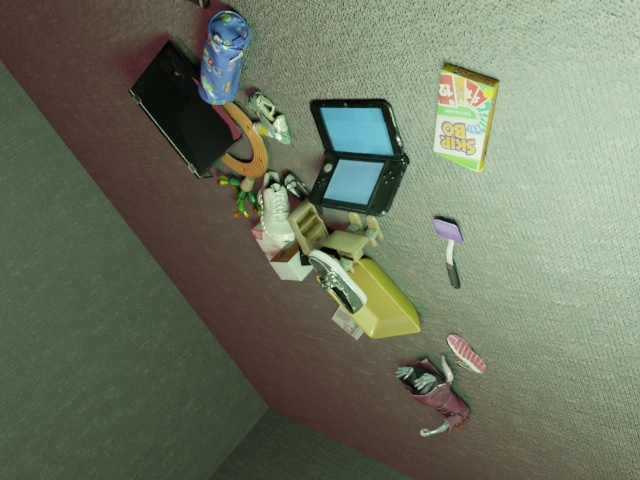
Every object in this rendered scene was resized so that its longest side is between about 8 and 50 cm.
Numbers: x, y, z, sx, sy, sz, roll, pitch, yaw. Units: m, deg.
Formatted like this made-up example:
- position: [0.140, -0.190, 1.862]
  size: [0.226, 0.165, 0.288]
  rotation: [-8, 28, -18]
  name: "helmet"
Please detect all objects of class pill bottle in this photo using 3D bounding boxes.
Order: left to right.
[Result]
- position: [-0.175, -0.352, 1.810]
  size: [0.083, 0.043, 0.043]
  rotation: [20, 144, 38]
  name: "pill bottle"

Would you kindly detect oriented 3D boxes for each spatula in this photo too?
- position: [0.372, 0.044, 1.646]
  size: [0.084, 0.030, 0.296]
  rotation: [23, 146, 36]
  name: "spatula"

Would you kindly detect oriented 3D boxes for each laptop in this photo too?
- position: [-0.452, -0.436, 2.026]
  size: [0.382, 0.236, 0.408]
  rotation: [53, -177, -6]
  name: "laptop"

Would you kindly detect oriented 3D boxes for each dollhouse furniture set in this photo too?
- position: [0.034, -0.022, 1.802]
  size: [0.242, 0.212, 0.161]
  rotation: [14, 140, 42]
  name: "dollhouse furniture set"

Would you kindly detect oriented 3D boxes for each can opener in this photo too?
- position: [-0.057, -0.154, 1.928]
  size: [0.059, 0.073, 0.186]
  rotation: [-40, 101, 23]
  name: "can opener"

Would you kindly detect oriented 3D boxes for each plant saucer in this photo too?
- position: [0.180, 0.197, 2.052]
  size: [0.333, 0.081, 0.333]
  rotation: [48, 152, -8]
  name: "plant saucer"

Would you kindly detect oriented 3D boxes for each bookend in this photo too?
- position: [0.000, 0.000, 2.008]
  size: [0.072, 0.156, 0.157]
  rotation: [93, 169, -55]
  name: "bookend"

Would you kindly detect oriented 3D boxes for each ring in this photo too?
- position: [-0.303, -0.361, 1.980]
  size: [0.337, 0.032, 0.336]
  rotation: [32, 151, 21]
  name: "ring"

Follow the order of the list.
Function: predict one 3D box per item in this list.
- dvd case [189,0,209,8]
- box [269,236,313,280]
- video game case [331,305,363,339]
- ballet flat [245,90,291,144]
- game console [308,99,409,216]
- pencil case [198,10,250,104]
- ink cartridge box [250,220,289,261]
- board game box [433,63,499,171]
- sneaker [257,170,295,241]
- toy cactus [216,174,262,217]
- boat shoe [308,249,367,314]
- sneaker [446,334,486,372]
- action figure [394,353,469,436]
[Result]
- position: [-0.402, -0.754, 1.590]
  size: [0.221, 0.018, 0.164]
  rotation: [32, 149, 23]
  name: "dvd case"
- position: [-0.078, 0.058, 2.104]
  size: [0.130, 0.170, 0.091]
  rotation: [-1, 128, 52]
  name: "box"
- position: [0.120, 0.341, 2.391]
  size: [0.143, 0.019, 0.157]
  rotation: [39, 152, 9]
  name: "video game case"
- position: [-0.147, -0.372, 1.732]
  size: [0.188, 0.070, 0.070]
  rotation: [45, 152, -8]
  name: "ballet flat"
- position: [0.070, -0.223, 1.544]
  size: [0.293, 0.250, 0.173]
  rotation: [13, 166, 45]
  name: "game console"
- position: [-0.277, -0.509, 1.647]
  size: [0.133, 0.119, 0.306]
  rotation: [57, 155, 10]
  name: "pencil case"
- position: [-0.150, 0.025, 2.239]
  size: [0.159, 0.092, 0.218]
  rotation: [10, 136, 46]
  name: "ink cartridge box"
- position: [0.321, -0.262, 1.297]
  size: [0.124, 0.039, 0.259]
  rotation: [29, 152, 27]
  name: "board game box"
- position: [-0.149, -0.114, 1.930]
  size: [0.118, 0.110, 0.292]
  rotation: [105, 153, -44]
  name: "sneaker"
- position: [-0.297, -0.184, 2.157]
  size: [0.219, 0.112, 0.180]
  rotation: [49, 143, 8]
  name: "toy cactus"
- position: [0.038, 0.127, 1.694]
  size: [0.228, 0.076, 0.080]
  rotation: [47, 150, -9]
  name: "boat shoe"
- position: [0.476, 0.387, 1.938]
  size: [0.170, 0.063, 0.075]
  rotation: [43, 146, -8]
  name: "sneaker"
- position: [0.462, 0.582, 2.170]
  size: [0.276, 0.248, 0.370]
  rotation: [-40, 113, 20]
  name: "action figure"
